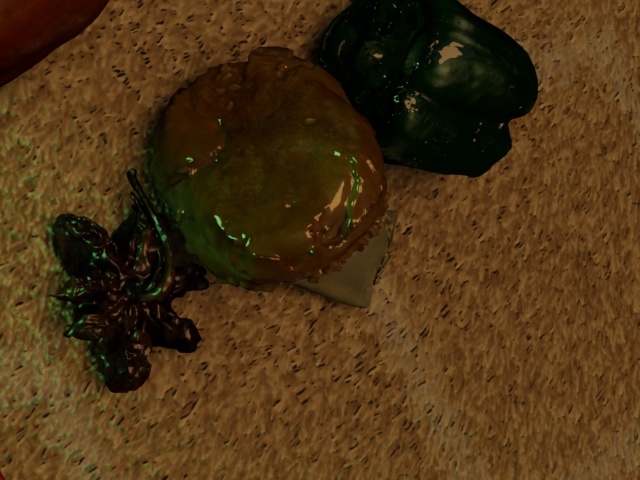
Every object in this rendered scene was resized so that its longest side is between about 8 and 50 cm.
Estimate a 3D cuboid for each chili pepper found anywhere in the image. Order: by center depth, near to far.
[{"bbox_3d":[0.131,-0.193,1.615,0.257,0.248,0.233,20,103,-34],"label":"chili pepper"}]

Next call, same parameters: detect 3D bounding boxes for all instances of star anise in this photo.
[{"bbox_3d":[-0.216,0.057,1.439,0.190,0.126,0.220,-40,110,-24],"label":"star anise"}]

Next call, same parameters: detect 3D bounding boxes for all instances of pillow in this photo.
[{"bbox_3d":[0.000,0.000,1.600,0.181,0.078,0.134,21,75,-27],"label":"pillow"}]

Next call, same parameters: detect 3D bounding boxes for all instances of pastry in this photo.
[{"bbox_3d":[-0.055,-0.071,1.465,0.255,0.310,0.162,-28,146,1],"label":"pastry"}]

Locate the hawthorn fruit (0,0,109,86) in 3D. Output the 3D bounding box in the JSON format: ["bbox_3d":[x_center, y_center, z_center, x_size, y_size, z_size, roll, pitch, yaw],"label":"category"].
[{"bbox_3d":[-0.351,-0.292,1.298,0.295,0.295,0.311,24,109,-28],"label":"hawthorn fruit"}]

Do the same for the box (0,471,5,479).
[{"bbox_3d":[-0.431,0.355,1.150,0.319,0.349,0.256,-32,103,-31],"label":"box"}]
